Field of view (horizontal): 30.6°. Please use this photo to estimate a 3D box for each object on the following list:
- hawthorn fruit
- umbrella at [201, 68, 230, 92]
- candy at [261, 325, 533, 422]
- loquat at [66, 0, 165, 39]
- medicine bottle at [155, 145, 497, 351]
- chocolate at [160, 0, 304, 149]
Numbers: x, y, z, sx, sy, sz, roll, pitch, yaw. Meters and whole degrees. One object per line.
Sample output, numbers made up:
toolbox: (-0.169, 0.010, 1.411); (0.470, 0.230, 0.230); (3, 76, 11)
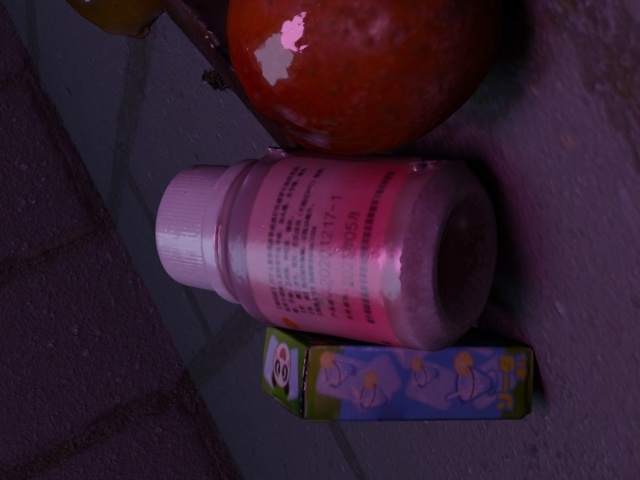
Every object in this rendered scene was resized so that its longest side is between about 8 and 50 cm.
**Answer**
hawthorn fruit: (0.024, -0.134, 0.723); (0.173, 0.172, 0.173); (54, 161, 29)
umbrella: (-0.122, -0.187, 1.352); (0.083, 0.020, 0.031); (36, 147, 67)
candy: (0.061, 0.104, 0.922); (0.097, 0.194, 0.062); (-161, 74, -68)
loquat: (-0.218, -0.304, 1.249); (0.152, 0.152, 0.195); (45, 142, 48)
medicine bottle: (0.000, 0.000, 0.887); (0.247, 0.147, 0.147); (7, 127, 32)
chocolate: (-0.055, -0.178, 1.022); (0.321, 0.112, 0.112); (50, 166, 39)
